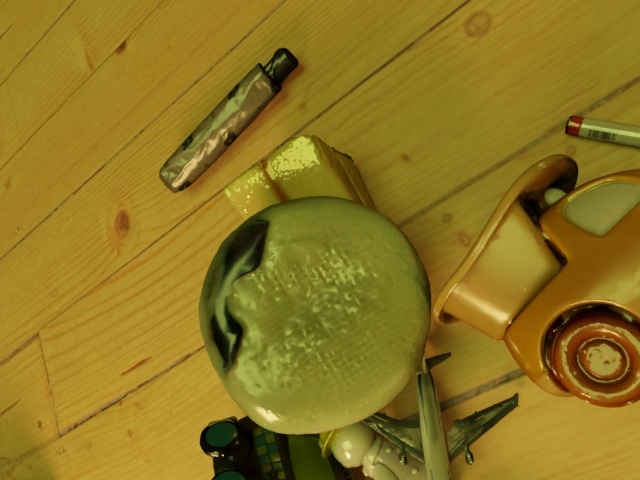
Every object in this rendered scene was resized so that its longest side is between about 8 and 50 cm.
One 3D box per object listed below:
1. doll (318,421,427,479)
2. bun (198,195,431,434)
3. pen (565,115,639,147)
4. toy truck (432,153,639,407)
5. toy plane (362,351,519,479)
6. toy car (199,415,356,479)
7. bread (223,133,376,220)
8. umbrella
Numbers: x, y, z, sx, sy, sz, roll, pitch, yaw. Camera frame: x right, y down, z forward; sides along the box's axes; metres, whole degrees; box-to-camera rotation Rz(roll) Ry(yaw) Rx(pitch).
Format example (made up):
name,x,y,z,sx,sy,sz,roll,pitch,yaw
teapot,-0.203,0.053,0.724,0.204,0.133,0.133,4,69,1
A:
name,x,y,z,sx,sy,sz,roll,pitch,yaw
doll,0.080,0.282,0.621,0.207,0.129,0.081,27,101,8
bun,-0.005,0.087,0.610,0.284,0.179,0.283,0,80,0
pen,0.412,-0.111,0.556,0.239,0.028,0.028,21,93,31
toy truck,0.284,0.041,0.504,0.211,0.204,0.288,45,106,30
toy plane,0.135,0.225,0.587,0.226,0.058,0.226,-3,50,5
toy car,-0.049,0.346,0.656,0.248,0.198,0.204,-127,30,-60
bread,0.002,0.003,0.694,0.168,0.163,0.263,-32,68,21
umbrella,-0.170,-0.215,0.880,0.337,0.067,0.073,-41,23,18
